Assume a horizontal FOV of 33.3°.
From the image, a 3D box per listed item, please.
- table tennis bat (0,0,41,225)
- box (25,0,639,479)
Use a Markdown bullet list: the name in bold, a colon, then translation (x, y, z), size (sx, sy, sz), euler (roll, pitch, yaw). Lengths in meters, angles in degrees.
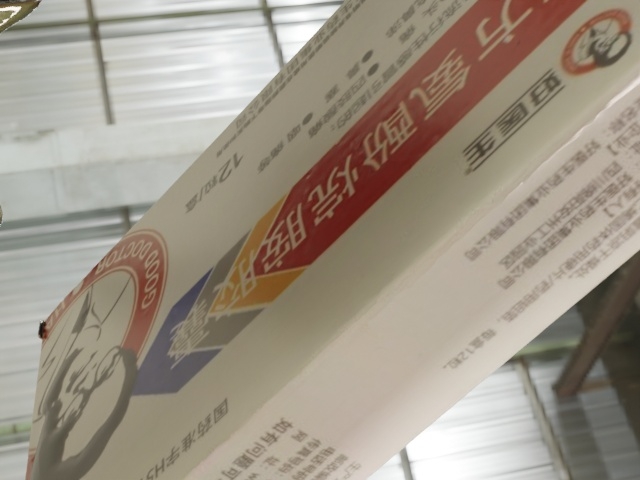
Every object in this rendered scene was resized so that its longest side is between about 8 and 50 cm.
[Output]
- **table tennis bat**: translation (-0.219, -0.146, 0.575), size (0.022, 0.174, 0.301), euler (-136, -141, -63)
- **box**: translation (0.000, 0.000, 0.456), size (0.353, 0.069, 0.214), euler (-46, -151, 19)
